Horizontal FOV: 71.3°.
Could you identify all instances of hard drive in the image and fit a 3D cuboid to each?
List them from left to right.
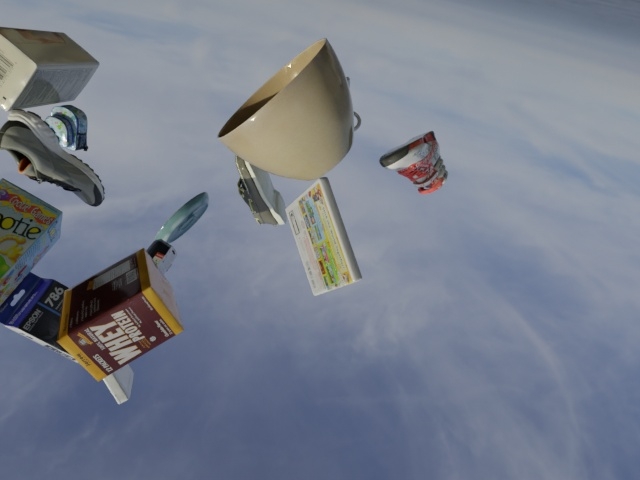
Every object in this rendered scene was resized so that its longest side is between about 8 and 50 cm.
[{"bbox_3d":[-0.744,0.355,1.512,0.047,0.354,0.233,-27,-166,-15],"label":"hard drive"}]

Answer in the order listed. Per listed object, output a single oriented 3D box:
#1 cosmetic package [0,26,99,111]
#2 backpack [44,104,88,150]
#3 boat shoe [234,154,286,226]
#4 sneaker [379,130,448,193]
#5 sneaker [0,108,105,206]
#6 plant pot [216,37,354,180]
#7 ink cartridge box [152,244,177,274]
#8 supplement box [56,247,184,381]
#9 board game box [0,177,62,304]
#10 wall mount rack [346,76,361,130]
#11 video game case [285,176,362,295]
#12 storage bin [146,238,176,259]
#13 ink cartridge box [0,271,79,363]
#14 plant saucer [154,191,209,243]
[{"bbox_3d":[-0.729,-0.443,1.150,0.129,0.153,0.296,42,-164,-13],"label":"cosmetic package"},{"bbox_3d":[-0.713,-0.318,1.253,0.104,0.115,0.084,23,-158,8],"label":"backpack"},{"bbox_3d":[-0.176,-0.134,1.234,0.091,0.305,0.109,-8,-121,11],"label":"boat shoe"},{"bbox_3d":[0.245,-0.179,1.114,0.090,0.145,0.270,-16,-168,36],"label":"sneaker"},{"bbox_3d":[-0.600,-0.159,0.997,0.100,0.272,0.108,7,-120,25],"label":"sneaker"},{"bbox_3d":[-0.040,-0.235,0.908,0.191,0.284,0.284,46,-162,-25],"label":"plant pot"},{"bbox_3d":[-0.481,0.069,1.343,0.029,0.063,0.115,21,-118,12],"label":"ink cartridge box"},{"bbox_3d":[-0.422,0.149,0.951,0.194,0.129,0.191,-31,-147,-10],"label":"supplement box"},{"bbox_3d":[-0.708,0.030,0.955,0.142,0.144,0.276,33,-128,-14],"label":"board game box"},{"bbox_3d":[-0.053,-0.406,1.372,0.349,0.131,0.304,16,-124,11],"label":"wall mount rack"},{"bbox_3d":[0.000,0.000,0.999,0.026,0.206,0.227,-15,-98,-28],"label":"video game case"},{"bbox_3d":[-0.558,0.060,1.536,0.098,0.135,0.091,37,-179,-20],"label":"storage bin"},{"bbox_3d":[-0.746,0.236,1.304,0.332,0.065,0.166,40,-127,-27],"label":"ink cartridge box"},{"bbox_3d":[-0.605,-0.089,1.991,0.044,0.317,0.317,45,-148,-2],"label":"plant saucer"}]
